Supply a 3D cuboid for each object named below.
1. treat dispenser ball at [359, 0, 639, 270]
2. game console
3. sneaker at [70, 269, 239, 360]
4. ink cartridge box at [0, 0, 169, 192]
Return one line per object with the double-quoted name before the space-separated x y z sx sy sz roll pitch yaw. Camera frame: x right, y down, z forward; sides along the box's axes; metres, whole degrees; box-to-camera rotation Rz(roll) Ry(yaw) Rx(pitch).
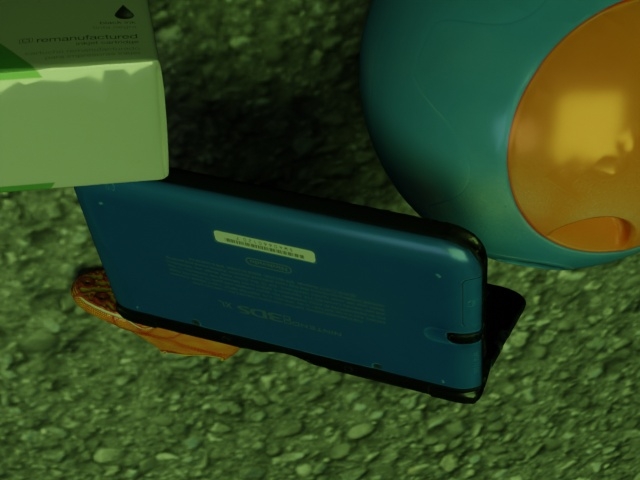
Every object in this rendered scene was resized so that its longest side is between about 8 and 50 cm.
"treat dispenser ball" 0.171 -0.122 0.881 0.288 0.288 0.288 -7 129 -8
"game console" 0.000 0.000 0.916 0.293 0.173 0.250 12 142 16
"sneaker" -0.147 0.076 1.106 0.175 0.064 0.067 21 130 -24
"ink cartridge box" -0.195 -0.127 0.836 0.160 0.219 0.092 -6 125 -10
